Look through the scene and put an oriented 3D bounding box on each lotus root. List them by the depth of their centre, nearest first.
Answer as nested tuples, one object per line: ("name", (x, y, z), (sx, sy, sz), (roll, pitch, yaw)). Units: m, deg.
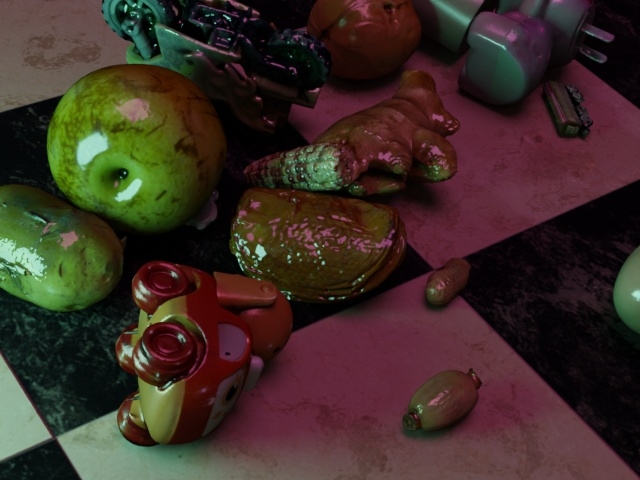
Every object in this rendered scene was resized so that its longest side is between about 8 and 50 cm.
("lotus root", (0.178, 0.224, 1.586), (0.150, 0.062, 0.073), (-29, 56, -32))

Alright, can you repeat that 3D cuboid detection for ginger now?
("ginger", (0.142, -0.192, 1.932), (0.236, 0.166, 0.375), (6, 43, 45))

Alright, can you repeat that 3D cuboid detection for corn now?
("corn", (-0.034, -0.111, 1.815), (0.237, 0.080, 0.079), (-6, 24, 47))

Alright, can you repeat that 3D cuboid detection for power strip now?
("power strip", (-0.192, -0.050, 1.827), (0.055, 0.035, 0.083), (18, 57, 7))

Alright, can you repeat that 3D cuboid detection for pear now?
("pear", (-0.281, -0.145, 1.733), (0.283, 0.284, 0.284), (6, 43, -5))

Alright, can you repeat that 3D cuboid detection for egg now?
("egg", (0.571, 0.068, 1.736), (0.253, 0.189, 0.189), (-13, 48, -19))

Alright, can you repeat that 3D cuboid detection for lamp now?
("lamp", (0.426, -0.392, 2.165), (0.247, 0.247, 0.301), (28, 54, 22))

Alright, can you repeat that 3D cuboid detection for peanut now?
("peanut", (0.201, 0.063, 1.770), (0.054, 0.054, 0.113), (31, 44, 20))

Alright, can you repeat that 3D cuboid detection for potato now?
("potato", (-0.406, 0.008, 1.636), (0.248, 0.144, 0.169), (31, 40, 21))

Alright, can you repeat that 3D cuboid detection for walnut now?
("walnut", (0.086, -0.406, 2.139), (0.221, 0.195, 0.195), (-19, 51, -30))

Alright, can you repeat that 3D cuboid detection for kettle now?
("kettle", (0.220, -0.500, 2.266), (0.255, 0.165, 0.240), (31, 3, 11))

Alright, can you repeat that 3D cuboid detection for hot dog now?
("hot dog", (0.000, 0.000, 1.742), (0.272, 0.122, 0.196), (8, 46, 7))

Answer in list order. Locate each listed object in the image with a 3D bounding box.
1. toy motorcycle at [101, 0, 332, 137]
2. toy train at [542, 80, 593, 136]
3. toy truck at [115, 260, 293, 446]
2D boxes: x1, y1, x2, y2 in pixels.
("toy motorcycle", (-0.184, -0.322, 1.964), (0.410, 0.237, 0.169), (18, 58, 4))
("toy train", (0.478, -0.255, 2.165), (0.070, 0.038, 0.148), (2, 43, -10))
("toy truck", (-0.147, 0.150, 1.518), (0.239, 0.189, 0.265), (7, 43, -16))
